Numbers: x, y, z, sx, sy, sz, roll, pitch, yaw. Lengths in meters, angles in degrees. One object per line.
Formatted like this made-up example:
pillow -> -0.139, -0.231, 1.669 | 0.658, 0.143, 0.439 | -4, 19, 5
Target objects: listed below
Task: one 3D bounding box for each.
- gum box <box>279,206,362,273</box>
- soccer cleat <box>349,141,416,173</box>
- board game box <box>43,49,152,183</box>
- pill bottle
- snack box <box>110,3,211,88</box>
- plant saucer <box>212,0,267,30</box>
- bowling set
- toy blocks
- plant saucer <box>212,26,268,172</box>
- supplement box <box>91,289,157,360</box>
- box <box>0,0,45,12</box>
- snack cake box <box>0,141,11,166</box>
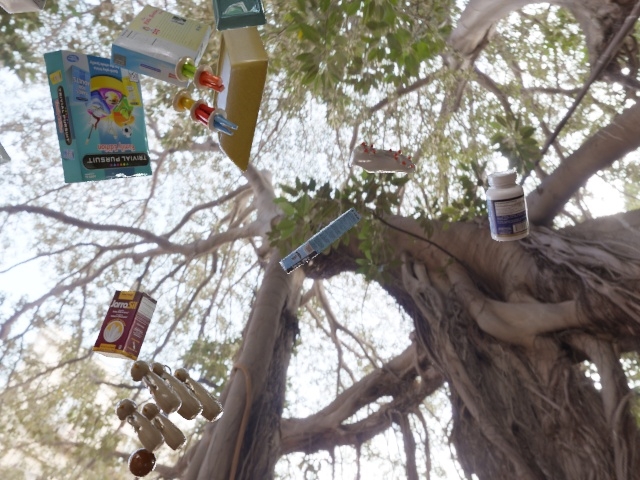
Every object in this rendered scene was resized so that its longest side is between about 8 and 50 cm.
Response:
gum box -> 0.000, 0.000, 1.180 | 0.041, 0.184, 0.157 | 54, -38, -1
soccer cleat -> 0.172, -0.217, 1.279 | 0.196, 0.068, 0.076 | 11, -42, -22
board game box -> -0.619, -0.342, 1.313 | 0.079, 0.254, 0.336 | 1, -78, 25
pill bottle -> 0.480, -0.092, 1.190 | 0.094, 0.094, 0.169 | -10, -76, 12
snack box -> -0.414, -0.528, 1.232 | 0.187, 0.322, 0.060 | 15, -49, -14
plant saucer -> -0.119, -0.370, 0.616 | 0.067, 0.192, 0.018 | -10, -14, -4
bowling set -> -0.349, 0.357, 0.943 | 0.154, 0.200, 0.287 | 37, -16, 23
toy blocks -> -0.227, -0.289, 0.938 | 0.148, 0.054, 0.123 | 31, -55, 17
plant saucer -> -0.236, -0.414, 1.268 | 0.081, 0.333, 0.333 | 2, -47, -21
supplement box -> -0.569, 0.246, 1.347 | 0.104, 0.188, 0.081 | 1, -29, 17
box -> -0.741, -0.719, 1.165 | 0.113, 0.275, 0.094 | 3, -18, 12
snack cake box -> -0.573, -0.195, 0.614 | 0.152, 0.089, 0.264 | -16, -66, 6
